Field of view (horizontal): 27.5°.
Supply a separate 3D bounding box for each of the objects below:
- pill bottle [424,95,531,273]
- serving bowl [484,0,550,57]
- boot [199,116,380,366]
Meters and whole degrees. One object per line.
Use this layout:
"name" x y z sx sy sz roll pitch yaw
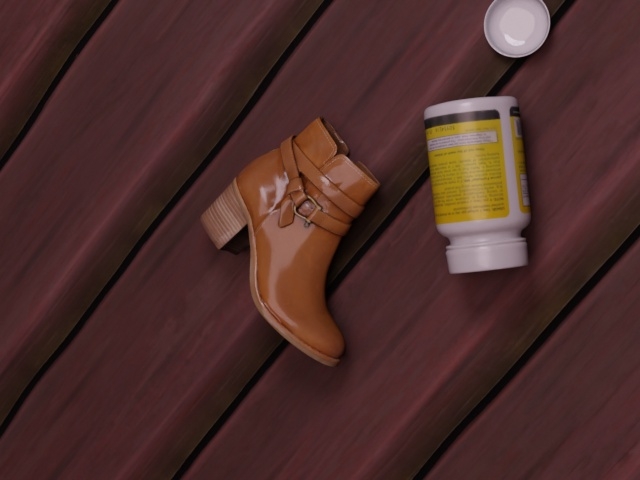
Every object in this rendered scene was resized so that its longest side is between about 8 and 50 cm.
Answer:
"pill bottle" 0.196 -0.067 1.614 0.119 0.119 0.208 -6 89 19
"serving bowl" 0.248 -0.269 1.637 0.083 0.027 0.083 0 91 19
"boot" 0.000 0.000 1.705 0.220 0.109 0.283 -39 72 12
